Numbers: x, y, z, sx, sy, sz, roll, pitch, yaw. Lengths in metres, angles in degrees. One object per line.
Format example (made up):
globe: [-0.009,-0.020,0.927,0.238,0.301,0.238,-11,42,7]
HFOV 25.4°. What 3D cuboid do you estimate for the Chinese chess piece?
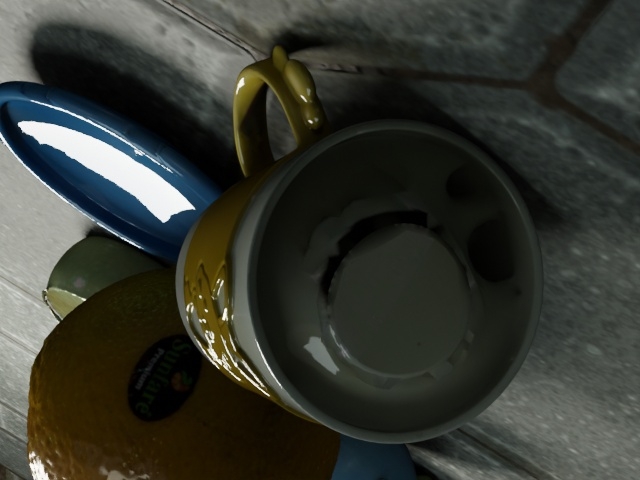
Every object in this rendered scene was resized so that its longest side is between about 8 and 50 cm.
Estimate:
Chinese chess piece: [-0.183,0.074,1.419,0.188,0.083,0.188,31,160,12]

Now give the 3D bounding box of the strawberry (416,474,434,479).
strawberry: [0.049,0.264,1.547,0.187,0.082,0.146,22,150,37]

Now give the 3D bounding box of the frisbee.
frisbee: [-0.151,-0.055,1.113,0.242,0.045,0.242,27,162,10]

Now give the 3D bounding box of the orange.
orange: [-0.115,0.151,1.221,0.274,0.274,0.274,27,160,11]

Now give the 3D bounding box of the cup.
cup: [0.000,0.000,0.889,0.226,0.185,0.241,-8,103,68]

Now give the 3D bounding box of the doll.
doll: [-0.008,0.225,1.428,0.314,0.141,0.177,6,131,59]
